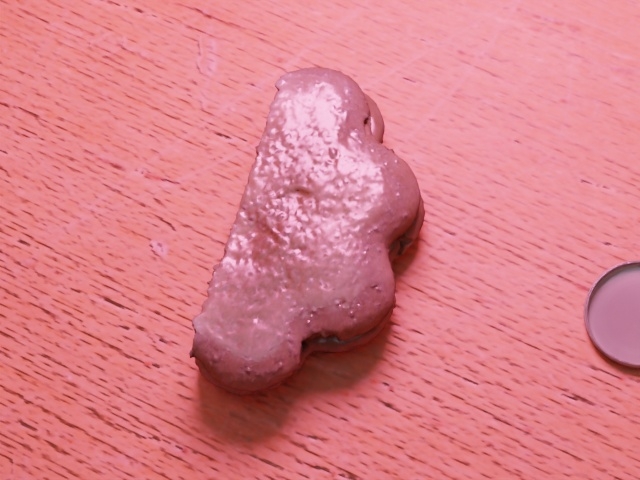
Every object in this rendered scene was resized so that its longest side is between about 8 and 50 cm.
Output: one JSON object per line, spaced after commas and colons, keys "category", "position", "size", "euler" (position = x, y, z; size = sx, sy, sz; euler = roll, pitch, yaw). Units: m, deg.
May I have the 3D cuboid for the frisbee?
{"category": "frisbee", "position": [0.309, 0.071, 1.780], "size": [0.110, 0.014, 0.110], "euler": [-2, 69, 6]}

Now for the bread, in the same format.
{"category": "bread", "position": [-0.003, -0.002, 1.802], "size": [0.183, 0.102, 0.337], "euler": [14, 73, 13]}
